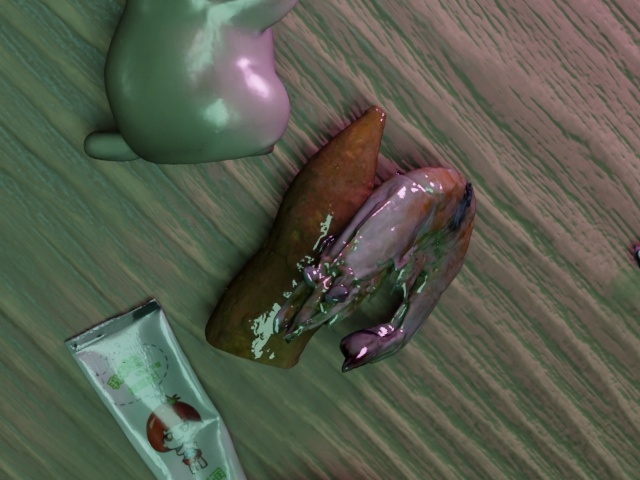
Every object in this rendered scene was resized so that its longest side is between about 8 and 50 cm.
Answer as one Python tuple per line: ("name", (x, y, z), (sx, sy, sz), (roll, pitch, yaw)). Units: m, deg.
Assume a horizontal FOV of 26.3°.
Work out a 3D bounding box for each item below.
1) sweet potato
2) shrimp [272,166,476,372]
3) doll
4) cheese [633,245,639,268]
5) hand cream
("sweet potato", (-0.001, 0.000, 1.605), (0.131, 0.131, 0.337), (31, 98, -16))
("shrimp", (0.072, 0.046, 1.568), (0.360, 0.085, 0.247), (-32, 135, -43))
("doll", (-0.123, -0.242, 1.478), (0.226, 0.215, 0.370), (12, 103, 3))
("cheese", (0.479, -0.010, 1.734), (0.092, 0.047, 0.171), (44, 92, -14))
("hand cream", (-0.173, 0.236, 1.666), (0.121, 0.076, 0.336), (-30, 100, -4))
